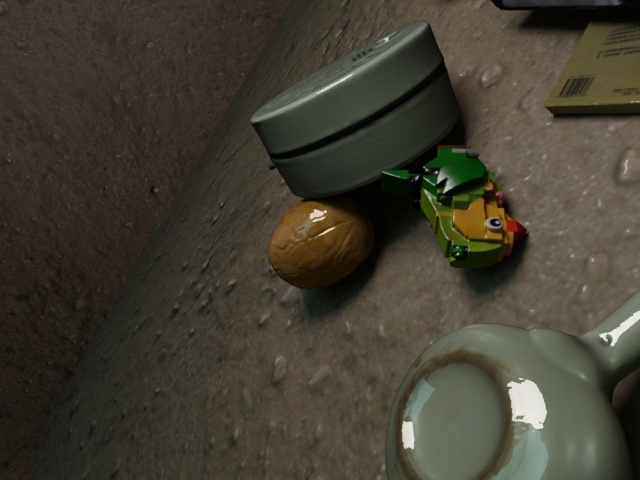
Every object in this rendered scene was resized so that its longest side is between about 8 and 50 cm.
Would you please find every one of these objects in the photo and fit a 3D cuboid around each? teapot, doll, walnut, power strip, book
[{"bbox_3d":[0.198,0.146,0.355,0.318,0.149,0.220,-40,29,33],"label":"teapot"},{"bbox_3d":[0.181,-0.045,0.576,0.134,0.106,0.186,-19,52,-8],"label":"doll"},{"bbox_3d":[0.000,0.000,0.769,0.197,0.165,0.165,-40,35,36],"label":"walnut"},{"bbox_3d":[0.046,-0.223,0.752,0.357,0.161,0.357,-25,24,12],"label":"power strip"},{"bbox_3d":[0.398,-0.258,0.521,0.231,0.026,0.161,-61,31,0],"label":"book"}]

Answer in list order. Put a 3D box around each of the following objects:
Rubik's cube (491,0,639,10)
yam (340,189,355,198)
[{"bbox_3d":[0.337,-0.487,0.500,0.305,0.310,0.307,-50,31,8],"label":"Rubik's cube"},{"bbox_3d":[0.035,-0.064,0.888,0.327,0.045,0.045,-63,0,-3],"label":"yam"}]
